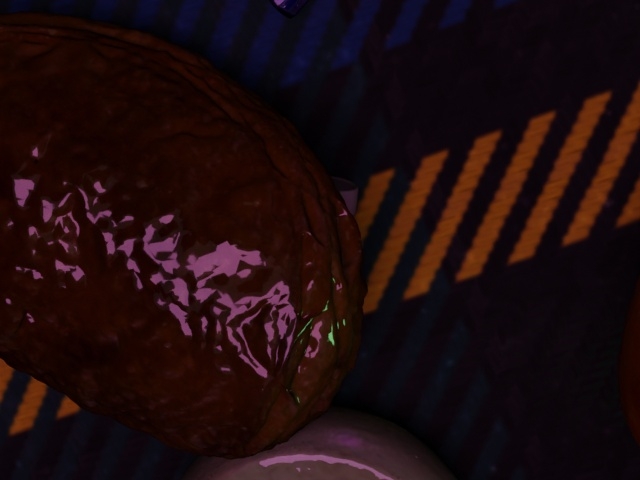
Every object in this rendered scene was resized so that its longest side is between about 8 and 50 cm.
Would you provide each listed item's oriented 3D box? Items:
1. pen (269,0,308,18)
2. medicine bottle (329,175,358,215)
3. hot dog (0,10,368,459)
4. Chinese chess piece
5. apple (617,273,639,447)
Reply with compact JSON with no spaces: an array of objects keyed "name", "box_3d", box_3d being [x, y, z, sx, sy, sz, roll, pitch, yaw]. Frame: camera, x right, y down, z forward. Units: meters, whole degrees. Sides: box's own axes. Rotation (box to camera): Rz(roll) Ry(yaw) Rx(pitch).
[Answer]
[{"name":"pen","box_3d":[0.058,-0.261,1.354,0.033,0.033,0.269,43,107,-5]},{"name":"medicine bottle","box_3d":[0.000,0.000,1.425,0.052,0.052,0.089,10,107,5]},{"name":"hot dog","box_3d":[-0.145,-0.002,1.383,0.387,0.174,0.267,27,112,7]},{"name":"Chinese chess piece","box_3d":[-0.001,0.246,1.470,0.250,0.101,0.250,2,106,8]},{"name":"apple","box_3d":[0.328,0.059,1.312,0.242,0.242,0.241,21,75,2]}]
